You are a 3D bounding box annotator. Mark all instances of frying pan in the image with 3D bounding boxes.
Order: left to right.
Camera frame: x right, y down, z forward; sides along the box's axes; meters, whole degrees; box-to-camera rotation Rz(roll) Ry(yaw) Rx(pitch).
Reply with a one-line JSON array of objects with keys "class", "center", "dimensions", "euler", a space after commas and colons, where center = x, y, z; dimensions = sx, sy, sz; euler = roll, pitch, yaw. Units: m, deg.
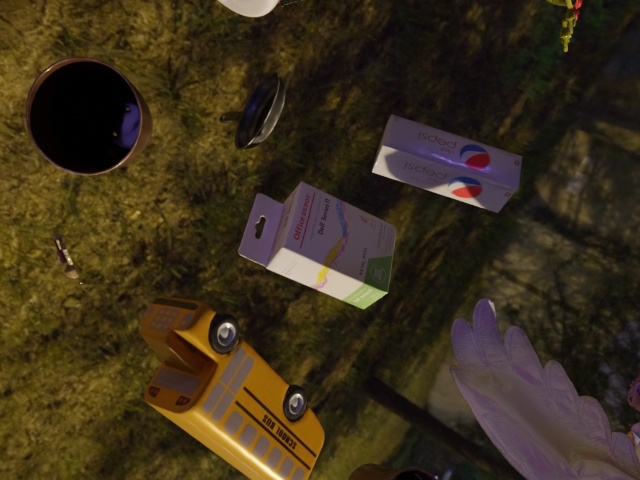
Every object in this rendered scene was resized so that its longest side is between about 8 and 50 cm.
[{"class": "frying pan", "center": [-0.174, -0.277, 1.269], "dimensions": [0.326, 0.053, 0.197], "euler": [-25, -132, 52]}]

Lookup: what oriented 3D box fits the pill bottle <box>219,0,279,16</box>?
[{"class": "pill bottle", "center": [-0.064, -0.500, 0.819], "dimensions": [0.283, 0.160, 0.160], "euler": [-58, 159, -18]}]

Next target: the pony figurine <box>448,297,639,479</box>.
[{"class": "pony figurine", "center": [0.310, 0.199, 0.437], "dimensions": [0.303, 0.351, 0.363], "euler": [-22, 126, 3]}]

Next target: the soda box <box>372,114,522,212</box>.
[{"class": "soda box", "center": [0.197, -0.119, 0.834], "dimensions": [0.074, 0.216, 0.069], "euler": [107, 0, -61]}]

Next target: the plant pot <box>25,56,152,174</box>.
[{"class": "plant pot", "center": [-0.437, -0.244, 1.094], "dimensions": [0.215, 0.215, 0.230], "euler": [-62, -176, 7]}]

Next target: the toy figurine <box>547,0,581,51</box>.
[{"class": "toy figurine", "center": [0.447, -0.568, 1.133], "dimensions": [0.362, 0.217, 0.191], "euler": [-61, 151, -31]}]

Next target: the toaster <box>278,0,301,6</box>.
[{"class": "toaster", "center": [-0.098, -0.721, 1.417], "dimensions": [0.186, 0.168, 0.110], "euler": [5, 88, -54]}]

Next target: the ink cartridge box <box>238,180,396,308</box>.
[{"class": "ink cartridge box", "center": [0.000, 0.000, 1.300], "dimensions": [0.119, 0.353, 0.207], "euler": [-44, -152, 52]}]

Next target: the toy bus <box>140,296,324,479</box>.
[{"class": "toy bus", "center": [-0.122, 0.218, 0.735], "dimensions": [0.332, 0.108, 0.130], "euler": [55, 53, -36]}]

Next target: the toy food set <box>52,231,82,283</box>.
[{"class": "toy food set", "center": [-0.470, 0.030, 0.975], "dimensions": [0.019, 0.078, 0.122], "euler": [-25, 148, -24]}]

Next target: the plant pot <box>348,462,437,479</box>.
[{"class": "plant pot", "center": [0.141, 0.538, 1.094], "dimensions": [0.167, 0.167, 0.165], "euler": [-49, -168, -25]}]
